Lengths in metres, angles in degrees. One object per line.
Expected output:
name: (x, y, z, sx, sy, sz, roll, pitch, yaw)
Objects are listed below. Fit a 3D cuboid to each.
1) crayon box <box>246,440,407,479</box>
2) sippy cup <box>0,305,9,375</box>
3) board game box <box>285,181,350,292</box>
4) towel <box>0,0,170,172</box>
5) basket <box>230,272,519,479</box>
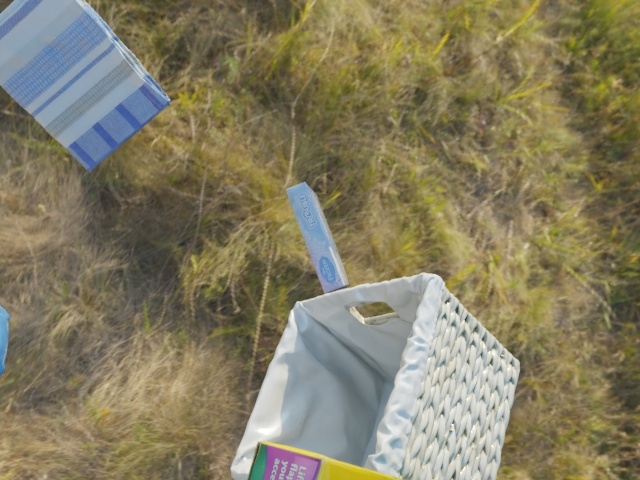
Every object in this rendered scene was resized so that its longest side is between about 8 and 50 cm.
crayon box: (0.022, 0.425, 0.762, 0.313, 0.106, 0.363, 30, 68, -41)
sippy cup: (-0.518, 0.128, 0.890, 0.224, 0.305, 0.240, 25, 50, -40)
board game box: (0.000, 0.000, 0.628, 0.020, 0.090, 0.090, -21, 85, 5)
towel: (-0.415, -0.276, 1.218, 0.209, 0.034, 0.285, -36, 111, 12)
basket: (0.093, 0.272, 1.136, 0.266, 0.328, 0.331, 41, 54, -27)
